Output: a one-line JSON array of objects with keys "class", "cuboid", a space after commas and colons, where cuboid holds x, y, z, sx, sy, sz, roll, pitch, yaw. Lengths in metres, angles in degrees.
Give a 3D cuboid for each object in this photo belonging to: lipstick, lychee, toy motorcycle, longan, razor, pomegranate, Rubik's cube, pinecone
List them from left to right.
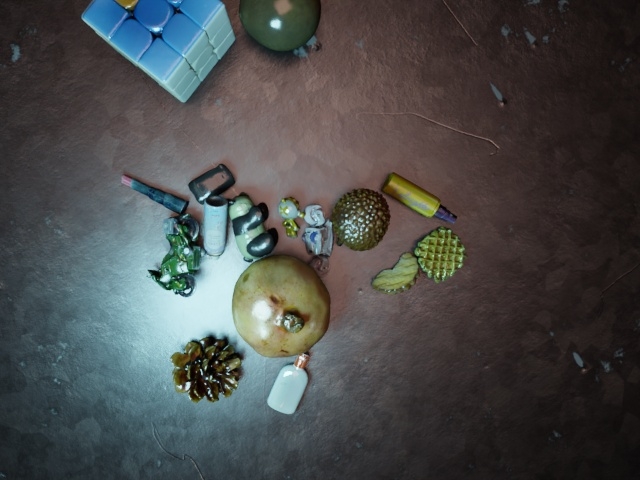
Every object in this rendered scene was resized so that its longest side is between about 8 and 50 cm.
[{"class": "lipstick", "cuboid": [-0.559, -0.161, 1.613, 0.234, 0.053, 0.053, 28, 92, -3]}, {"class": "Rubik's cube", "cuboid": [-0.469, -0.643, 1.459, 0.292, 0.291, 0.290, 37, 92, -5]}, {"class": "toy motorcycle", "cuboid": [-0.480, 0.048, 1.592, 0.187, 0.125, 0.274, 1, 85, 22]}, {"class": "pinecone", "cuboid": [-0.372, 0.429, 1.599, 0.229, 0.201, 0.202, -22, 111, -26]}, {"class": "razor", "cuboid": [-0.363, -0.191, 1.619, 0.148, 0.054, 0.090, -32, 99, 0]}, {"class": "longan", "cuboid": [-0.126, -0.718, 1.502, 0.258, 0.258, 0.257, 0, 94, -4]}, {"class": "pomegranate", "cuboid": [-0.124, 0.216, 1.534, 0.339, 0.338, 0.337, 0, 94, -4]}, {"class": "toy motorcycle", "cuboid": [0.000, 0.000, 1.645, 0.113, 0.112, 0.254, -6, 93, -3]}, {"class": "lychee", "cuboid": [0.126, -0.062, 1.599, 0.200, 0.200, 0.238, 41, 119, -6]}]

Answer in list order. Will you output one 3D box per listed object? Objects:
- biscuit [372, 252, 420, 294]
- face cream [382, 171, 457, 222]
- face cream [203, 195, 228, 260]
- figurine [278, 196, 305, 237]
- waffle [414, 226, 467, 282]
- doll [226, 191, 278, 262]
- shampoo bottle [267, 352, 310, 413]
[{"class": "biscuit", "cuboid": [0.276, 0.133, 1.678, 0.183, 0.118, 0.061, -34, 139, -4]}, {"class": "face cream", "cuboid": [0.347, -0.137, 1.658, 0.273, 0.078, 0.078, 29, 92, -6]}, {"class": "face cream", "cuboid": [-0.346, -0.033, 1.586, 0.075, 0.075, 0.229, 7, 126, -4]}, {"class": "figurine", "cuboid": [-0.107, -0.080, 1.633, 0.101, 0.068, 0.143, 34, 131, 20]}, {"class": "waffle", "cuboid": [0.424, 0.048, 1.685, 0.184, 0.036, 0.169, -36, 96, -13]}, {"class": "doll", "cuboid": [-0.228, -0.048, 1.598, 0.135, 0.143, 0.234, -18, 96, 4]}, {"class": "shampoo bottle", "cuboid": [-0.099, 0.493, 1.690, 0.108, 0.051, 0.220, 24, 93, -3]}]
